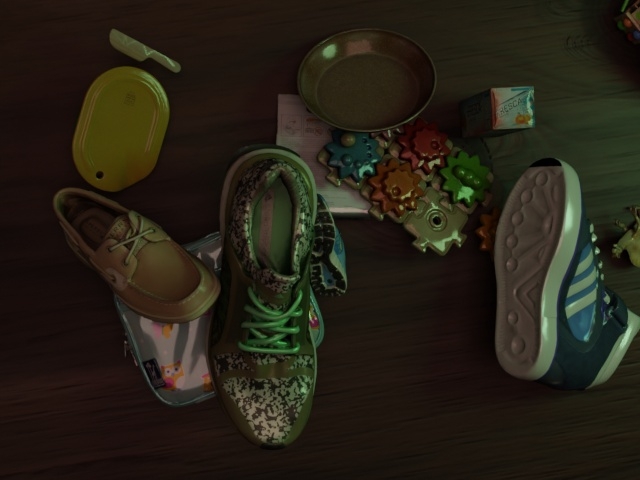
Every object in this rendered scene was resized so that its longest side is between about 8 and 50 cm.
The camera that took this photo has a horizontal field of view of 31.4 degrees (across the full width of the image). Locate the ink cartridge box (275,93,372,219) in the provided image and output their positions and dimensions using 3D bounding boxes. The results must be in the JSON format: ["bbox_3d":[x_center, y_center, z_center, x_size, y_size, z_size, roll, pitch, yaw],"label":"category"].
[{"bbox_3d":[0.003,-0.121,1.671,0.145,0.045,0.179,2,74,-5],"label":"ink cartridge box"}]

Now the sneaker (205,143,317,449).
[{"bbox_3d":[-0.073,0.075,1.479,0.158,0.182,0.410,-2,91,-6],"label":"sneaker"}]

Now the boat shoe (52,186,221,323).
[{"bbox_3d":[-0.257,0.014,1.525,0.109,0.302,0.098,-46,140,-17],"label":"boat shoe"}]

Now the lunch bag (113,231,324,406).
[{"bbox_3d":[-0.151,0.098,1.618,0.279,0.108,0.224,-22,94,-4],"label":"lunch bag"}]

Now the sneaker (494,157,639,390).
[{"bbox_3d":[0.373,0.058,1.654,0.236,0.130,0.323,11,85,-39],"label":"sneaker"}]

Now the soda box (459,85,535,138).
[{"bbox_3d":[0.248,-0.180,1.610,0.063,0.183,0.058,-3,92,-7],"label":"soda box"}]

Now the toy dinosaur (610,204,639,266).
[{"bbox_3d":[0.490,-0.006,1.708,0.183,0.053,0.093,1,90,-31],"label":"toy dinosaur"}]

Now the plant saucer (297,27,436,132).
[{"bbox_3d":[0.066,-0.222,1.627,0.198,0.036,0.199,-1,56,2],"label":"plant saucer"}]

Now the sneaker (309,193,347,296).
[{"bbox_3d":[0.000,0.000,1.633,0.063,0.073,0.162,-6,122,11],"label":"sneaker"}]

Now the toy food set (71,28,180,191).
[{"bbox_3d":[-0.287,-0.180,1.624,0.128,0.071,0.218,17,92,-30],"label":"toy food set"}]

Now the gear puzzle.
[{"bbox_3d":[0.166,-0.077,1.650,0.339,0.044,0.175,37,70,-7],"label":"gear puzzle"}]

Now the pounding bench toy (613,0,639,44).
[{"bbox_3d":[0.469,-0.342,1.693,0.065,0.052,0.083,-41,95,-3],"label":"pounding bench toy"}]
